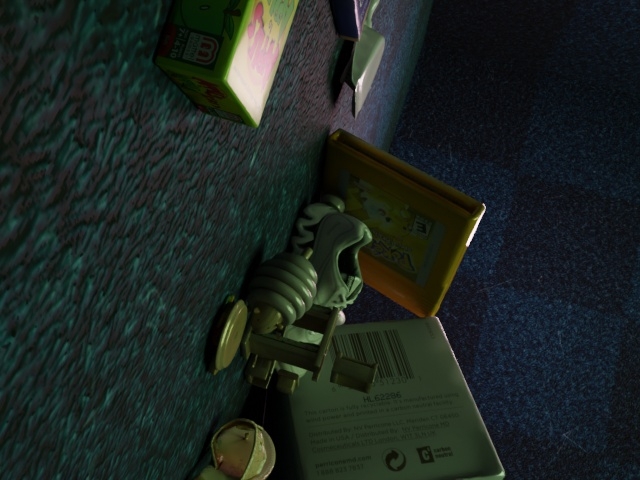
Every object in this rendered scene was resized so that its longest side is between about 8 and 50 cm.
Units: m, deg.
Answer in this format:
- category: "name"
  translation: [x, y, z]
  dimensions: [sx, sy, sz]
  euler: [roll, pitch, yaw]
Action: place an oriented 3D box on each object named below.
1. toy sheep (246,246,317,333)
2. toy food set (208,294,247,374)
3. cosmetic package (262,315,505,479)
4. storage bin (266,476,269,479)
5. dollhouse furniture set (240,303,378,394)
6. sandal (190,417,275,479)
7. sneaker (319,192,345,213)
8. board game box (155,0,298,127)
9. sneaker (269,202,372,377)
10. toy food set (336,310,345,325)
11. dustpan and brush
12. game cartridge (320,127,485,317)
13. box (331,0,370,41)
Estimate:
- category: "toy sheep"
  translation: [-0.046, 0.058, 0.731]
  dimensions: [0.091, 0.091, 0.132]
  euler: [96, 18, -58]
- category: "toy food set"
  translation: [-0.101, 0.102, 0.650]
  dimensions: [0.083, 0.020, 0.082]
  euler: [97, 12, -55]
- category: "cosmetic package"
  translation: [0.081, 0.397, 1.120]
  dimensions: [0.393, 0.330, 0.327]
  euler: [99, -19, -44]
- category: "storage bin"
  translation: [-0.076, 0.556, 1.301]
  dimensions: [0.122, 0.180, 0.084]
  euler: [-59, 163, -66]
- category: "dollhouse furniture set"
  translation: [-0.009, 0.161, 0.857]
  dimensions: [0.161, 0.182, 0.101]
  euler: [96, 12, -56]
- category: "sandal"
  translation: [-0.104, 0.269, 0.754]
  dimensions: [0.240, 0.088, 0.079]
  euler: [-33, 145, -72]
- category: "sneaker"
  translation: [0.000, 0.000, 1.092]
  dimensions: [0.192, 0.064, 0.086]
  euler: [96, 20, -57]
- category: "board game box"
  translation: [-0.040, -0.173, 0.371]
  dimensions: [0.092, 0.043, 0.181]
  euler: [48, 59, -83]
- category: "sneaker"
  translation: [-0.003, 0.091, 0.945]
  dimensions: [0.110, 0.118, 0.291]
  euler: [2, 104, -63]
- category: "toy food set"
  translation: [0.077, 0.098, 1.460]
  dimensions: [0.306, 0.092, 0.219]
  euler: [-52, -176, 42]
- category: "dustpan and brush"
  translation: [0.071, -0.316, 0.953]
  dimensions: [0.147, 0.060, 0.211]
  euler: [68, 46, -82]
- category: "game cartridge"
  translation: [0.120, -0.014, 1.078]
  dimensions: [0.052, 0.285, 0.323]
  euler: [-46, 158, -33]
- category: "box"
  translation: [0.045, -0.343, 0.705]
  dimensions: [0.225, 0.037, 0.136]
  euler: [10, 96, -82]
